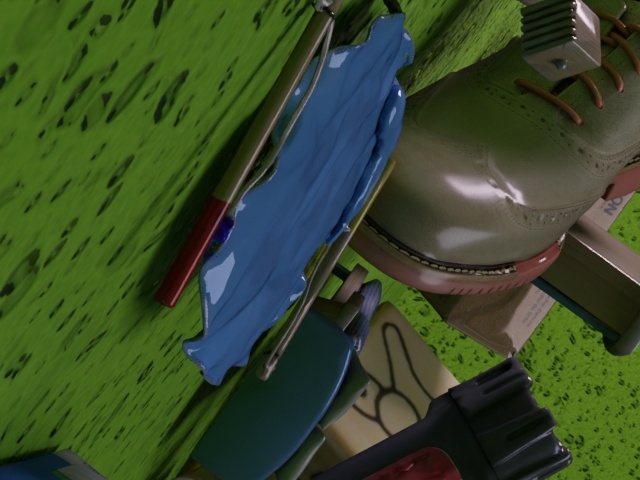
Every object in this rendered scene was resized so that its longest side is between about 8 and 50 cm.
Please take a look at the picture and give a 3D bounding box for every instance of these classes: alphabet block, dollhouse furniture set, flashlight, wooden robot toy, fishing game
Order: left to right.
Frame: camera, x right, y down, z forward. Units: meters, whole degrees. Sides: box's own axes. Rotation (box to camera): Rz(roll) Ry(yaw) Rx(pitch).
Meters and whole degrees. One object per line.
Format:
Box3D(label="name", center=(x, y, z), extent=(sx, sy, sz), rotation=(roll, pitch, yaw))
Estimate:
Box3D(label="fishing game", center=(-0.014, -0.024, 0.697), extent=(0.189, 0.041, 0.264), rotation=(-60, 168, -3))
Box3D(label="alphabet block", center=(0.028, 0.206, 1.366), extent=(0.193, 0.197, 0.192), rotation=(-37, -176, 35))
Box3D(label="flashlight", center=(0.039, 0.206, 1.160), extent=(0.304, 0.103, 0.103), rotation=(-27, -167, 0))
Box3D(label="dollhouse furniture set", center=(0.079, 0.082, 1.166), extent=(0.303, 0.198, 0.286), rotation=(-54, 179, 14))
Box3D(label="wooden robot toy", center=(0.104, -0.167, 0.724), extent=(0.079, 0.076, 0.173), rotation=(28, 72, -47))

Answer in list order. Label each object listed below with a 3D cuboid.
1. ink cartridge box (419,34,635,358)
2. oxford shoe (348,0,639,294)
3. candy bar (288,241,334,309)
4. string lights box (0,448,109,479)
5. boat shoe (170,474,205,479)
Box3D(label="ink cartridge box", center=(0.170, -0.042, 1.368), extent=(0.235, 0.088, 0.193), rotation=(-55, -154, 10))
Box3D(label="oxford shoe", center=(0.140, -0.087, 0.963), extent=(0.397, 0.140, 0.146), rotation=(-32, 158, -51))
Box3D(label="candy bar", center=(0.000, 0.000, 1.035), extent=(0.040, 0.018, 0.161), rotation=(-52, 175, -47))
Box3D(label="string lights box", center=(-0.097, 0.153, 0.591), extent=(0.077, 0.133, 0.260), rotation=(-53, 174, -1))
Box3D(label="boat shoe", center=(-0.163, 0.318, 1.246), extent=(0.096, 0.098, 0.277), rotation=(-10, 123, -65))
